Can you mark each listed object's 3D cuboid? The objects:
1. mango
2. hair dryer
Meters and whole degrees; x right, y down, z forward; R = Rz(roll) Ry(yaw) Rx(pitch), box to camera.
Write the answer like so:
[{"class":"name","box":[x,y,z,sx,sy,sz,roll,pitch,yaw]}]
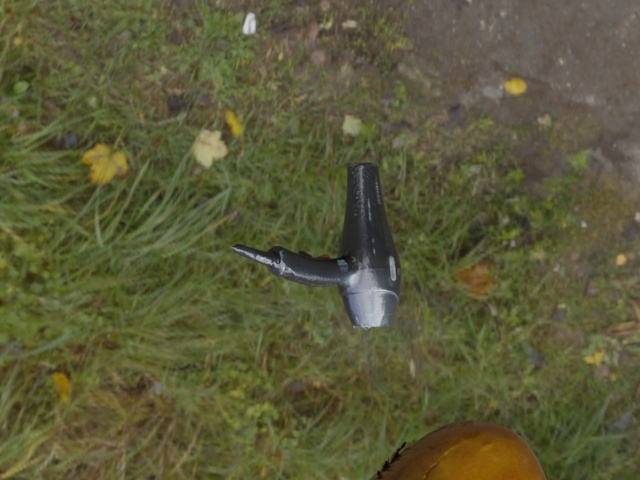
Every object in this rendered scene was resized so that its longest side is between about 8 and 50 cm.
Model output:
[{"class":"mango","box":[0.063,0.168,0.533,0.159,0.084,0.105,-15,126,-31]},{"class":"hair dryer","box":[0.000,0.000,1.172,0.272,0.235,0.091,4,170,-45]}]
